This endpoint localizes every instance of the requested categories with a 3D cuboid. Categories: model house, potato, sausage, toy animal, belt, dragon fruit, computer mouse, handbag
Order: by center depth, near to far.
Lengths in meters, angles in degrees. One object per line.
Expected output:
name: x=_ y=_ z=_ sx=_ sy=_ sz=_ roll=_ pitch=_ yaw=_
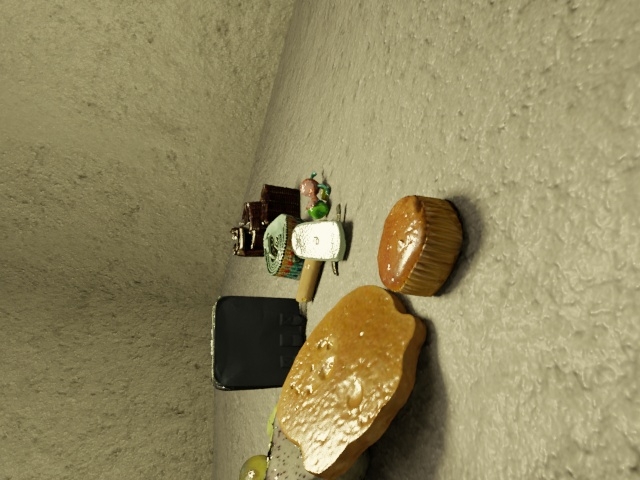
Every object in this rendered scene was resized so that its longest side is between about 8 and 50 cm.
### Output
dragon fruit: x=0.012 y=0.499 z=1.025 sx=0.204 sy=0.221 sz=0.283 roll=59 pitch=-169 yaw=-21
computer mouse: x=0.000 y=0.000 z=1.396 sx=0.230 sy=0.079 sz=0.128 roll=4 pitch=97 yaw=46
potato: x=-0.182 y=0.792 z=1.492 sx=0.175 sy=0.158 sz=0.251 roll=64 pitch=164 yaw=16
sausage: x=-0.021 y=0.071 z=1.520 sx=0.066 sy=0.065 sz=0.302 roll=-122 pitch=42 yaw=-63
handbag: x=-0.211 y=0.350 z=1.554 sx=0.122 sy=0.328 sz=0.304 roll=131 pitch=138 yaw=-61
toy animal: x=-0.014 y=-0.167 z=1.596 sx=0.103 sy=0.100 sz=0.208 roll=-32 pitch=34 yaw=13
belt: x=-0.121 y=0.021 z=1.702 sx=0.207 sy=0.149 sz=0.258 roll=-54 pitch=32 yaw=38
model house: x=-0.239 y=-0.102 z=1.919 sx=0.297 sy=0.316 sz=0.283 roll=34 pitch=118 yaw=56

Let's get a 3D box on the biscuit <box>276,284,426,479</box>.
biscuit: x=0.060 y=0.278 z=0.970 sx=0.385 sy=0.062 sz=0.365 roll=-54 pitch=24 yaw=-5

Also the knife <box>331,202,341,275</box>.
knife: x=0.051 y=-0.002 z=1.397 sx=0.045 sy=0.021 sz=0.223 roll=175 pitch=99 yaw=-65

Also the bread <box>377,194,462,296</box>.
bread: x=0.181 y=0.008 z=0.875 sx=0.199 sy=0.104 sz=0.200 roll=-170 pitch=90 yaw=-74

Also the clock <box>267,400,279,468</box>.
clock: x=-0.075 y=0.647 z=1.325 sx=0.286 sy=0.117 sz=0.349 roll=116 pitch=155 yaw=-43
